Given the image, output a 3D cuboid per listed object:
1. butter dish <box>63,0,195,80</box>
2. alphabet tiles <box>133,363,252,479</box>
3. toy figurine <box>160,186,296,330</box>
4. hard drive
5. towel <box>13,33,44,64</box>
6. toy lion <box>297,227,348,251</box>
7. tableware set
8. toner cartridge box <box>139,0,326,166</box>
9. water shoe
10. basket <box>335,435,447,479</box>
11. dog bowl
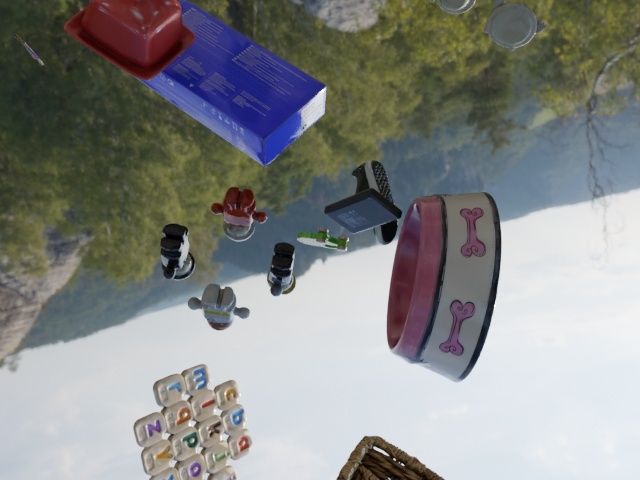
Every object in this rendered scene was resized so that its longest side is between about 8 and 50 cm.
[{"bbox_3d":[-0.286,-0.356,0.981,0.160,0.160,0.118,-59,-178,-39],"label":"butter dish"},{"bbox_3d":[-0.261,0.412,1.325,0.021,0.284,0.278,-16,179,39],"label":"alphabet tiles"},{"bbox_3d":[-0.161,0.038,1.112,0.213,0.209,0.148,-35,164,-21],"label":"toy figurine"},{"bbox_3d":[0.086,-0.058,1.294,0.094,0.022,0.135,34,146,-31],"label":"hard drive"},{"bbox_3d":[-0.747,-0.488,1.616,0.009,0.060,0.083,-45,148,-10],"label":"towel"},{"bbox_3d":[0.000,0.000,1.457,0.100,0.034,0.096,20,163,-35],"label":"toy lion"},{"bbox_3d":[0.221,-0.323,0.791,0.020,0.168,0.141,-64,-176,-38],"label":"tableware set"},{"bbox_3d":[-0.174,-0.288,1.123,0.165,0.347,0.075,-45,160,-26],"label":"toner cartridge box"},{"bbox_3d":[0.125,-0.083,1.472,0.073,0.203,0.080,4,164,-43],"label":"water shoe"},{"bbox_3d":[0.130,0.442,0.875,0.223,0.299,0.213,-57,168,-6],"label":"basket"},{"bbox_3d":[0.246,0.086,1.350,0.150,0.408,0.408,10,180,-2],"label":"dog bowl"}]
